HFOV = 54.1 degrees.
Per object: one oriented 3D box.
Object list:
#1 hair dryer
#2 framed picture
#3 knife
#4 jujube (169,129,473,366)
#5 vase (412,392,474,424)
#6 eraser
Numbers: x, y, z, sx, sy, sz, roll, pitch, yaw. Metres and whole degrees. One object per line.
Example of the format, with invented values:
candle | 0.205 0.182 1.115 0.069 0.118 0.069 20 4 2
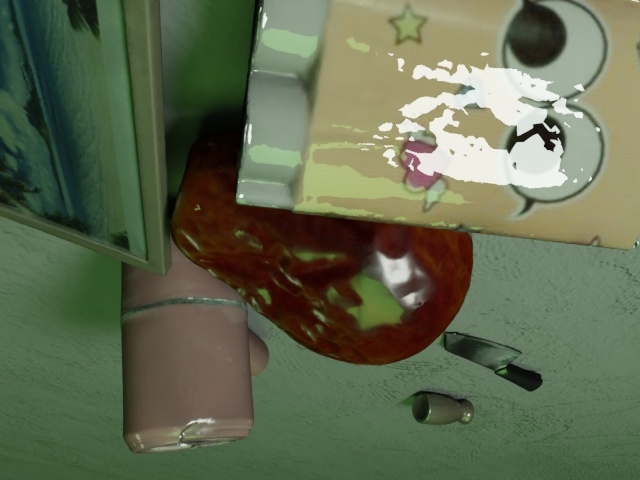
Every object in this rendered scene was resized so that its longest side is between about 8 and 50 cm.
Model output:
hair dryer | -0.113 0.133 0.729 0.125 0.211 0.352 -10 159 7
framed picture | -0.221 -0.098 0.457 0.231 0.024 0.315 20 145 2
knife | 0.262 0.175 0.936 0.230 0.028 0.060 26 127 -29
jujube | 0.000 0.000 0.535 0.255 0.190 0.190 19 143 -10
vase | 0.214 0.294 1.087 0.100 0.053 0.053 12 145 -25
eraser | 0.095 -0.092 0.424 0.290 0.087 0.171 7 103 -9
